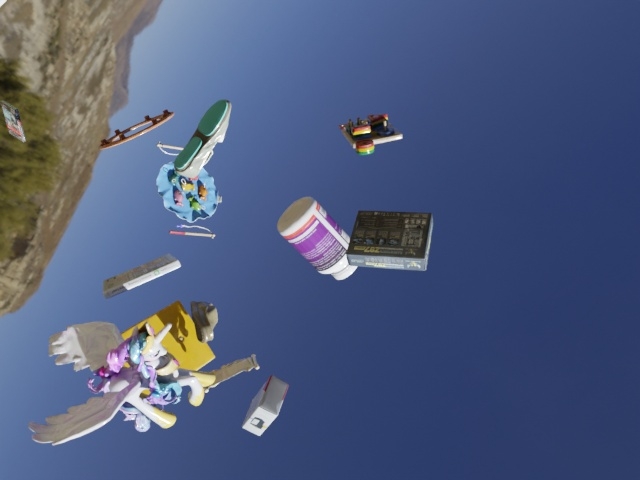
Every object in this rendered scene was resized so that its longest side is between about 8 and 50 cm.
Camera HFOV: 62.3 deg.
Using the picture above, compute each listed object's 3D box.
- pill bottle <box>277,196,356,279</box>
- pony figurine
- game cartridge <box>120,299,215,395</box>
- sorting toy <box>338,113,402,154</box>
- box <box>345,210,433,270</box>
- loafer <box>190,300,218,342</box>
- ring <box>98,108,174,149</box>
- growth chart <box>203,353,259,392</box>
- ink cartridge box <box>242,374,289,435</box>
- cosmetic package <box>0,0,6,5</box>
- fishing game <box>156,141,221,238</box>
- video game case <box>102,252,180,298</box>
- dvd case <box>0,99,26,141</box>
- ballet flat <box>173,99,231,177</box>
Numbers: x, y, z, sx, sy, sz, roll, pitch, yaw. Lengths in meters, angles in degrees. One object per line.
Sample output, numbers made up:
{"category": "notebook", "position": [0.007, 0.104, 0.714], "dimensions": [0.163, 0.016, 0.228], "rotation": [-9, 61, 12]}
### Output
{"category": "pill bottle", "position": [0.000, 0.000, 1.993], "dimensions": [0.181, 0.323, 0.181], "rotation": [-35, -156, 19]}
{"category": "pony figurine", "position": [-0.460, 0.332, 1.269], "dimensions": [0.351, 0.363, 0.303], "rotation": [-20, -130, 0]}
{"category": "game cartridge", "position": [-0.617, 0.430, 2.077], "dimensions": [0.323, 0.285, 0.052], "rotation": [-31, 177, -40]}
{"category": "sorting toy", "position": [0.130, -0.299, 1.396], "dimensions": [0.132, 0.046, 0.274], "rotation": [-12, -152, -5]}
{"category": "box", "position": [0.207, -0.003, 1.569], "dimensions": [0.232, 0.059, 0.183], "rotation": [2, -132, 19]}
{"category": "loafer", "position": [-0.231, 0.156, 1.064], "dimensions": [0.148, 0.050, 0.056], "rotation": [-136, -141, -62]}
{"category": "ring", "position": [-0.758, -0.462, 2.170], "dimensions": [0.336, 0.032, 0.337], "rotation": [-20, -156, 9]}
{"category": "growth chart", "position": [-0.343, 0.494, 1.992], "dimensions": [0.237, 0.021, 0.172], "rotation": [-25, -170, -4]}
{"category": "ink cartridge box", "position": [-0.185, 0.554, 1.773], "dimensions": [0.175, 0.072, 0.127], "rotation": [-57, -173, 42]}
{"category": "cosmetic package", "position": [-0.753, -0.471, 0.883], "dimensions": [0.155, 0.197, 0.365], "rotation": [-34, -171, 13]}
{"category": "fishing game", "position": [-0.348, -0.137, 1.426], "dimensions": [0.041, 0.189, 0.264], "rotation": [-24, -112, 42]}
{"category": "video game case", "position": [-0.474, 0.089, 1.392], "dimensions": [0.193, 0.023, 0.212], "rotation": [-25, -168, -19]}
{"category": "dvd case", "position": [-1.033, -0.401, 1.779], "dimensions": [0.087, 0.119, 0.013], "rotation": [28, -136, 24]}
{"category": "ballet flat", "position": [-0.276, -0.245, 1.289], "dimensions": [0.072, 0.068, 0.213], "rotation": [40, -85, 32]}
